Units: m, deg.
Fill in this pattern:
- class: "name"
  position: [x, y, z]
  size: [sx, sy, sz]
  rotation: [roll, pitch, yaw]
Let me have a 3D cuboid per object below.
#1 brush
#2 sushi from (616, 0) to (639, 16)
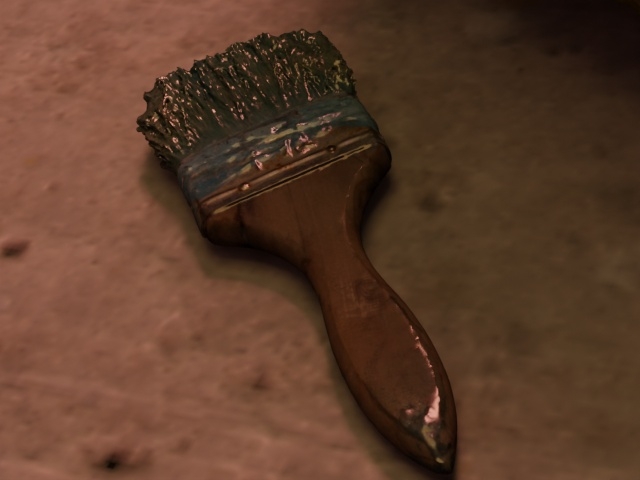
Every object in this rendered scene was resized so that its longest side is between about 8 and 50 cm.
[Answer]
- class: "brush"
  position: [0.000, 0.000, 0.569]
  size: [0.070, 0.021, 0.196]
  rotation: [-23, 41, -5]
- class: "sushi"
  position: [0.206, -0.221, 0.586]
  size: [0.396, 0.240, 0.351]
  rotation: [-31, 44, -12]
